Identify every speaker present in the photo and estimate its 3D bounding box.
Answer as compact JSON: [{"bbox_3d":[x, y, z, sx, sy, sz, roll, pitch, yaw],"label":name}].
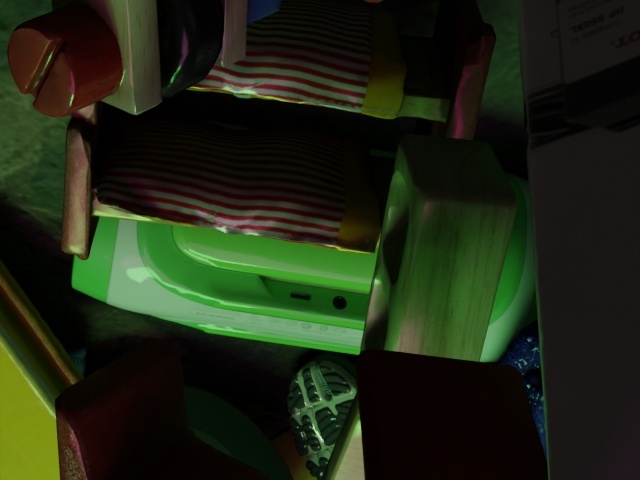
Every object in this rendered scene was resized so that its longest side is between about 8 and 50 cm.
[{"bbox_3d":[0.000,0.000,0.823,0.296,0.131,0.131,9,147,-8],"label":"speaker"}]

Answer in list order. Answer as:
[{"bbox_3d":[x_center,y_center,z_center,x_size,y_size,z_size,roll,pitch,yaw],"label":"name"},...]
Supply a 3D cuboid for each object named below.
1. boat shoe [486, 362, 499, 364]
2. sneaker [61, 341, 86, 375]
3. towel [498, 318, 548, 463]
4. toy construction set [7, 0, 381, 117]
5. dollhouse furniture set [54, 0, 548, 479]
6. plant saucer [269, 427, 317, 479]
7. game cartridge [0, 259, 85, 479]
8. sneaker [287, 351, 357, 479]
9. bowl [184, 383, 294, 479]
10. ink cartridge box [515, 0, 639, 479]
[{"bbox_3d":[0.140,0.147,1.038,0.130,0.132,0.355,-16,141,28],"label":"boat shoe"},{"bbox_3d":[-0.287,0.072,1.040,0.209,0.069,0.082,24,100,-7],"label":"sneaker"},{"bbox_3d":[0.233,0.061,0.834,0.308,0.076,0.227,-21,149,-21],"label":"towel"},{"bbox_3d":[-0.061,-0.202,0.463,0.309,0.257,0.237,-1,141,-32],"label":"toy construction set"},{"bbox_3d":[-0.019,-0.008,0.565,0.201,0.374,0.152,6,118,-6],"label":"dollhouse furniture set"},{"bbox_3d":[0.063,0.292,1.321,0.333,0.081,0.333,23,143,-27],"label":"plant saucer"},{"bbox_3d":[-0.343,0.093,0.979,0.324,0.052,0.285,-16,117,30],"label":"game cartridge"},{"bbox_3d":[0.075,0.190,1.133,0.107,0.110,0.275,-20,121,42],"label":"sneaker"},{"bbox_3d":[-0.131,0.239,1.097,0.311,0.311,0.163,30,120,-35],"label":"bowl"},{"bbox_3d":[0.192,-0.007,0.543,0.166,0.395,0.285,-11,145,20],"label":"ink cartridge box"}]
